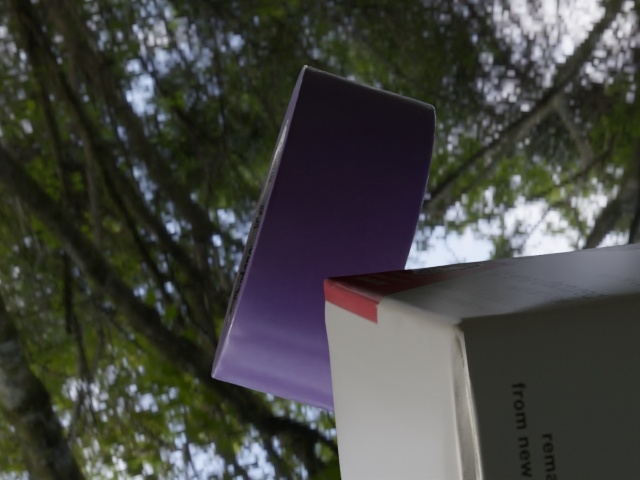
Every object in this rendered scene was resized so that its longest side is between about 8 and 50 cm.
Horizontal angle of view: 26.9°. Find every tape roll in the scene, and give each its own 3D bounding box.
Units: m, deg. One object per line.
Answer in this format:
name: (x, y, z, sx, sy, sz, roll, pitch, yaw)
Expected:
tape roll: (0.000, 0.000, 0.777, 0.080, 0.189, 0.189, 16, -132, -4)

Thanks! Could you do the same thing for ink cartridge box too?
ink cartridge box: (0.171, 0.064, 0.523, 0.306, 0.131, 0.226, -8, -177, -11)
